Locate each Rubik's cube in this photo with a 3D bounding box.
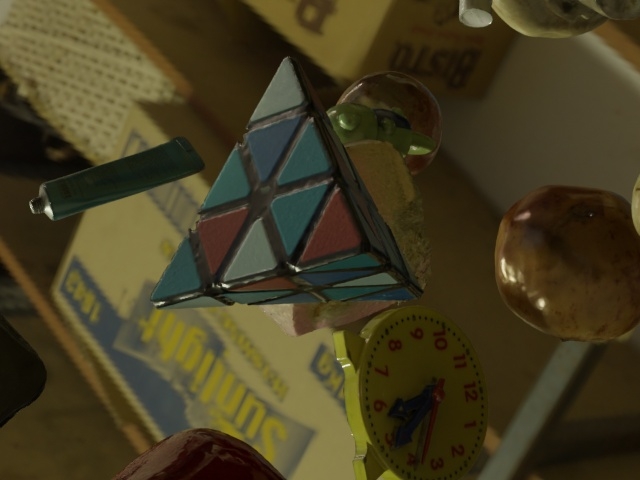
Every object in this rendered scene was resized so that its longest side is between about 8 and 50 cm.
[{"bbox_3d":[-0.013,-0.072,1.365,0.284,0.234,0.250,-2,169,-14],"label":"Rubik's cube"}]

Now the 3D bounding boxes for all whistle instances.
[{"bbox_3d":[0.083,-0.158,2.173,0.227,0.105,0.085,6,-109,-39],"label":"whistle"}]

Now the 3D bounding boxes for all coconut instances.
[{"bbox_3d":[0.000,0.000,1.805,0.245,0.233,0.233,-15,-141,-17],"label":"coconut"}]

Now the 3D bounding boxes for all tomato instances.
[{"bbox_3d":[-0.171,0.404,1.861,0.293,0.290,0.325,47,-139,9],"label":"tomato"}]

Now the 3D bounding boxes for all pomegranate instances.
[{"bbox_3d":[0.364,0.036,2.082,0.248,0.248,0.248,21,-156,-10],"label":"pomegranate"}]

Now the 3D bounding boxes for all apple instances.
[{"bbox_3d":[0.118,-0.195,2.480,0.188,0.188,0.174,34,-162,20],"label":"apple"}]

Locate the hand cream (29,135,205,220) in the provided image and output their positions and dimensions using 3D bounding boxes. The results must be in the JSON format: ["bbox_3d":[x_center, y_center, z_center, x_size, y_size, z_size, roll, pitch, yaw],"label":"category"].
[{"bbox_3d":[-0.262,-0.078,1.848,0.224,0.048,0.083,-20,-138,-18],"label":"hand cream"}]

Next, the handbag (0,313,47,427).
[{"bbox_3d":[-0.470,0.108,1.639,0.332,0.191,0.075,43,165,18],"label":"handbag"}]

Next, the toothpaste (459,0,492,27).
[{"bbox_3d":[0.211,-0.380,1.958,0.071,0.045,0.194,31,-126,-41],"label":"toothpaste"}]

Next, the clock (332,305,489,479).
[{"bbox_3d":[0.153,0.235,2.173,0.293,0.071,0.277,-11,-93,-44],"label":"clock"}]

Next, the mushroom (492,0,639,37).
[{"bbox_3d":[0.429,-0.459,2.447,0.314,0.314,0.336,13,-155,-26],"label":"mushroom"}]

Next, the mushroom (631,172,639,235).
[{"bbox_3d":[0.490,-0.049,1.923,0.127,0.166,0.166,-1,-179,44],"label":"mushroom"}]
